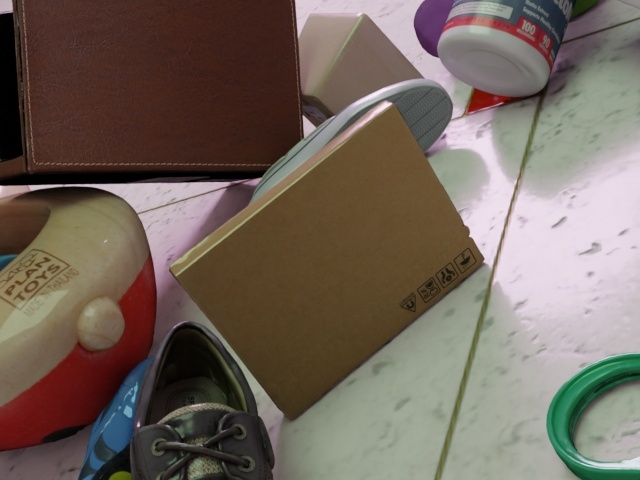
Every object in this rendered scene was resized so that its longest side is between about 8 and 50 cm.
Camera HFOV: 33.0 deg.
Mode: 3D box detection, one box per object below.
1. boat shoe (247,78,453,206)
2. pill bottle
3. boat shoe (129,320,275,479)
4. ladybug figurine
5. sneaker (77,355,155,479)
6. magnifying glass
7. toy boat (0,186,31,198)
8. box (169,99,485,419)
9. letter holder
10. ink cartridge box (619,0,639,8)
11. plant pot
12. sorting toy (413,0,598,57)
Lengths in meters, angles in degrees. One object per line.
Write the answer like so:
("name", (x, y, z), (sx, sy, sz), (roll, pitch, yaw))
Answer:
("boat shoe", (0.020, -0.091, 1.048), (0.226, 0.083, 0.076), (-31, 30, 7))
("pill bottle", (0.188, -0.237, 1.015), (0.108, 0.108, 0.180), (4, 68, 49))
("boat shoe", (-0.080, 0.148, 0.713), (0.102, 0.092, 0.285), (-6, 24, -8))
("ladybug figurine", (-0.301, 0.082, 1.026), (0.305, 0.162, 0.449), (-45, 27, -27))
("sneaker", (-0.155, 0.180, 0.847), (0.082, 0.069, 0.209), (-34, 25, 36))
("magnifying glass", (0.217, 0.118, 0.590), (0.092, 0.026, 0.231), (-43, 28, -17))
("toy boat", (-0.502, 0.025, 1.381), (0.318, 0.148, 0.267), (-14, 39, 20))
("box", (0.012, 0.017, 0.805), (0.201, 0.164, 0.021), (-38, 31, -7))
("letter holder", (-0.183, -0.167, 1.078), (0.302, 0.214, 0.152), (-3, 0, -37))
("ink cartridge box", (0.379, -0.267, 0.785), (0.285, 0.166, 0.395), (-19, 27, -8))
("plant pot", (0.024, -0.169, 1.152), (0.109, 0.109, 0.096), (17, 70, 55))
("sorting toy", (0.263, -0.302, 1.134), (0.365, 0.127, 0.126), (-32, -1, 10))
